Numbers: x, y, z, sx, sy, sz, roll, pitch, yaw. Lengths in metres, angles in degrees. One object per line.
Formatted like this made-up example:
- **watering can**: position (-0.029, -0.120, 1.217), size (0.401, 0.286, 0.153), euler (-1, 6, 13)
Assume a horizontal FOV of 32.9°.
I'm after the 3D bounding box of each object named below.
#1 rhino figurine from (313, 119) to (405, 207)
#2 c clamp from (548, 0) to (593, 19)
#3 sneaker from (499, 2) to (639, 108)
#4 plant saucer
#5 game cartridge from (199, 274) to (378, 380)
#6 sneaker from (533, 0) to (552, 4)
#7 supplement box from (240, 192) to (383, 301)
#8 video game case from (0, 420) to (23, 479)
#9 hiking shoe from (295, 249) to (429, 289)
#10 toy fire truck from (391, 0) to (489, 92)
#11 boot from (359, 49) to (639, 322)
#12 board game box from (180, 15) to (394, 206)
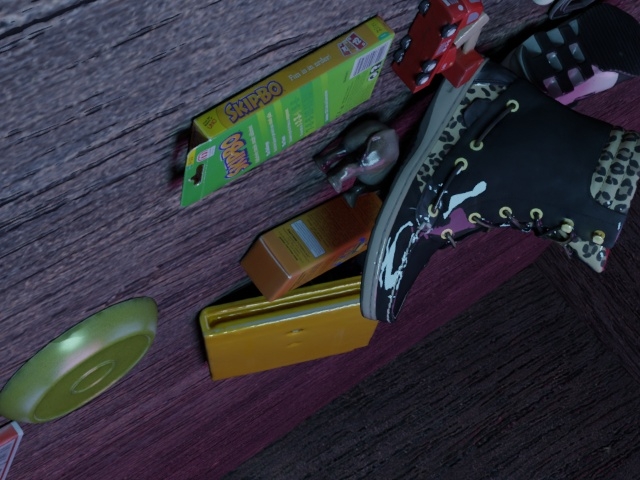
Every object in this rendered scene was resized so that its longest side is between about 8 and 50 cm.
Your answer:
- **rhino figurine**: position (0.065, -0.097, 1.425), size (0.106, 0.073, 0.243), euler (-37, 168, 4)
- **c clamp**: position (0.388, -0.363, 1.523), size (0.161, 0.022, 0.137), euler (-27, 168, -44)
- **sneaker**: position (0.356, -0.257, 1.597), size (0.331, 0.122, 0.146), euler (-18, 172, -37)
- **plant saucer**: position (-0.299, 0.162, 1.384), size (0.241, 0.037, 0.241), euler (-37, 166, -11)
- **game cartridge**: position (-0.048, 0.145, 1.749), size (0.285, 0.052, 0.323), euler (-11, 163, -8)
- **sneaker**: position (0.261, -0.329, 1.229), size (0.075, 0.057, 0.161), euler (-25, 158, -30)
- **supplement box**: position (0.000, 0.000, 1.557), size (0.233, 0.080, 0.078), euler (-30, 166, -40)
- **video game case**: position (-0.530, 0.350, 1.411), size (0.285, 0.025, 0.204), euler (-29, 164, -37)
- **hiking shoe**: position (0.057, 0.043, 1.826), size (0.304, 0.113, 0.132), euler (-11, 160, -45)
- **toy fire truck**: position (0.152, -0.234, 1.255), size (0.135, 0.047, 0.192), euler (-32, 164, -29)
- **boot**: position (0.233, -0.030, 1.385), size (0.377, 0.284, 0.138), euler (-66, 168, -6)
- **board game box**: position (-0.041, -0.131, 1.112), size (0.259, 0.039, 0.124), euler (-36, 166, -24)
